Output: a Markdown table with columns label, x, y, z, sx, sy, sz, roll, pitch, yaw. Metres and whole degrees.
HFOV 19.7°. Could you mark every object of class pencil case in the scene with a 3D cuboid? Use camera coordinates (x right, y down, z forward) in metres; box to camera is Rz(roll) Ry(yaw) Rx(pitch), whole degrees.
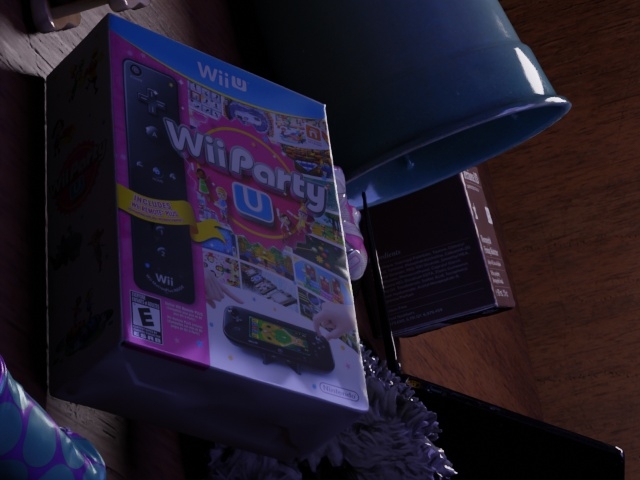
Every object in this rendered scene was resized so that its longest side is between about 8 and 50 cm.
| label | x | y | z | sx | sy | sz | roll | pitch | yaw |
| --- | --- | --- | --- | --- | --- | --- | --- | --- | --- |
| pencil case | -0.194 | 0.122 | 1.154 | 0.151 | 0.064 | 0.070 | 58 | 37 | -51 |

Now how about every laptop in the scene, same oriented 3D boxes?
| label | x | y | z | sx | sy | sz | roll | pitch | yaw |
| --- | --- | --- | --- | --- | --- | --- | --- | --- | --- |
| laptop | 0.196 | 0.201 | 2.129 | 0.236 | 0.408 | 0.382 | -58 | 154 | -31 |

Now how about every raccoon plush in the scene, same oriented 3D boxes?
| label | x | y | z | sx | sy | sz | roll | pitch | yaw |
| --- | --- | --- | --- | --- | --- | --- | --- | --- | --- |
| raccoon plush | 0.003 | 0.149 | 1.676 | 0.299 | 0.216 | 0.446 | 38 | 37 | -81 |

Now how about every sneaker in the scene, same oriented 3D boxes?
| label | x | y | z | sx | sy | sz | roll | pitch | yaw |
| --- | --- | --- | --- | --- | --- | --- | --- | --- | --- |
| sneaker | 0.000 | 0.000 | 2.015 | 0.252 | 0.103 | 0.111 | 45 | 30 | -63 |

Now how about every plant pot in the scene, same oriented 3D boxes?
| label | x | y | z | sx | sy | sz | roll | pitch | yaw |
| --- | --- | --- | --- | --- | --- | --- | --- | --- | --- |
| plant pot | 0.071 | -0.240 | 2.177 | 0.334 | 0.341 | 0.341 | 67 | 12 | 7 |

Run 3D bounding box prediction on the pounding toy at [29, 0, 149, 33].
| label | x | y | z | sx | sy | sz | roll | pitch | yaw |
| --- | --- | --- | --- | --- | --- | --- | --- | --- | --- |
| pounding toy | -0.183 | -0.310 | 1.504 | 0.154 | 0.155 | 0.269 | 41 | 35 | -75 |

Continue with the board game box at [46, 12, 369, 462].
| label | x | y | z | sx | sy | sz | roll | pitch | yaw |
| --- | --- | --- | --- | --- | --- | --- | --- | --- | --- |
| board game box | -0.093 | -0.001 | 1.429 | 0.224 | 0.097 | 0.303 | 20 | 46 | -34 |

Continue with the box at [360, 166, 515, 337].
| label | x | y | z | sx | sy | sz | roll | pitch | yaw |
| --- | --- | --- | --- | --- | --- | --- | --- | --- | --- |
| box | 0.143 | 0.014 | 2.446 | 0.168 | 0.167 | 0.203 | 9 | 66 | -76 |
